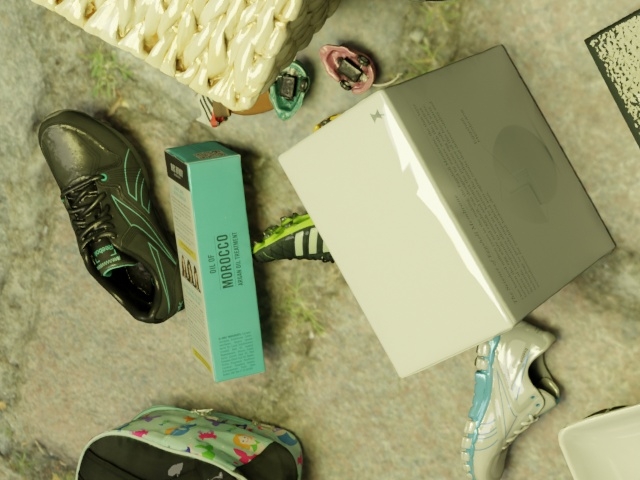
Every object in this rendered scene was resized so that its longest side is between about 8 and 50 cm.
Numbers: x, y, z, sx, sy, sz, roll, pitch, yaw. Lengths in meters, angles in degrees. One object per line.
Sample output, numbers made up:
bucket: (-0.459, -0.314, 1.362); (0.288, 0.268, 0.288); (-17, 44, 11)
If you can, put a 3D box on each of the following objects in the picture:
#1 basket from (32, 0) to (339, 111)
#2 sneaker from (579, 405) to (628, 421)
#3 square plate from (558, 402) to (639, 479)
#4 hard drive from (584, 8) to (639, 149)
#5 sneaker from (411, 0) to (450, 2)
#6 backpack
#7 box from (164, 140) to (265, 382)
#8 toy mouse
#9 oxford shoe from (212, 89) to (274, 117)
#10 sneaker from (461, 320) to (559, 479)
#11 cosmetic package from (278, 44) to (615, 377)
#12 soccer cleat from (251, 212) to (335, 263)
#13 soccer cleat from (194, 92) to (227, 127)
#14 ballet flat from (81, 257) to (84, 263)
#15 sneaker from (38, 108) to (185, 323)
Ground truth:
basket: (-0.073, -0.332, 1.104); (0.266, 0.331, 0.328); (31, 116, 0)
sneaker: (0.310, 0.201, 1.244); (0.170, 0.068, 0.071); (2, 113, 33)
square plate: (0.429, 0.265, 1.151); (0.344, 0.049, 0.347); (-22, 93, 21)
hard drive: (0.301, -0.138, 1.158); (0.094, 0.022, 0.135); (-27, 90, 37)
sneaker: (0.149, -0.273, 1.131); (0.268, 0.153, 0.101); (-25, 92, 37)
backpack: (-0.148, 0.302, 1.504); (0.253, 0.191, 0.225); (10, 109, 23)
box: (-0.115, 0.021, 1.440); (0.100, 0.060, 0.244); (-148, 50, -65)
toy mouse: (0.003, -0.160, 1.336); (0.161, 0.031, 0.143); (-29, 98, 30)
oxford shoe: (-0.074, -0.233, 1.360); (0.076, 0.076, 0.212); (0, 105, 2)
sneaker: (0.191, 0.167, 1.311); (0.083, 0.071, 0.190); (15, 114, 23)
cosmetic package: (0.117, -0.031, 1.191); (0.138, 0.225, 0.224); (-30, 88, 37)
soccer cleat: (0.000, 0.000, 1.387); (0.179, 0.060, 0.072); (-22, 106, 36)
soccer cleat: (-0.119, -0.162, 1.426); (0.036, 0.029, 0.083); (15, 118, 25)
ballet flat: (-0.277, -0.046, 1.558); (0.057, 0.049, 0.173); (11, 112, 32)
sneaker: (-0.229, -0.025, 1.473); (0.101, 0.106, 0.267); (-30, 99, 22)
